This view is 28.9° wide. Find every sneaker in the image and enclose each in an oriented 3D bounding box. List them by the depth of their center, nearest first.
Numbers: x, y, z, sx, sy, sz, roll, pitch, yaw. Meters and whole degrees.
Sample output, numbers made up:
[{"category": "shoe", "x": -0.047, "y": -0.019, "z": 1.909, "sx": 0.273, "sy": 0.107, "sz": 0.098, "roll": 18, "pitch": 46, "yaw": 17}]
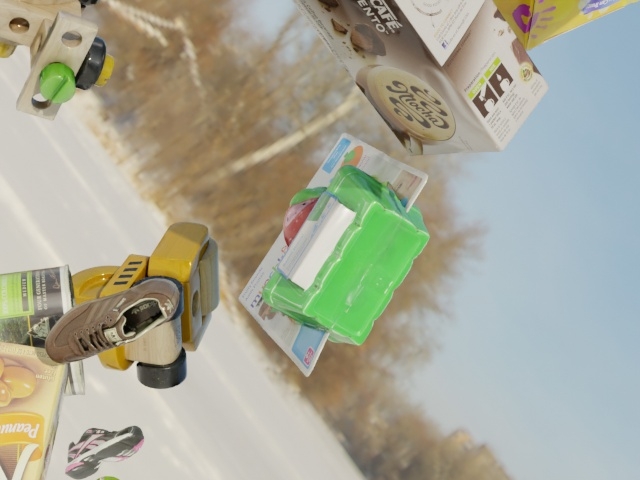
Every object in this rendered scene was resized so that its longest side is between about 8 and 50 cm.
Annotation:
[{"category": "sneaker", "x": -0.266, "y": 0.105, "z": 1.558, "sx": 0.066, "sy": 0.188, "sz": 0.071, "roll": 60, "pitch": 6, "yaw": -17}, {"category": "sneaker", "x": -0.423, "y": 0.388, "z": 2.388, "sx": 0.072, "sy": 0.178, "sz": 0.077, "roll": 42, "pitch": 27, "yaw": -52}]

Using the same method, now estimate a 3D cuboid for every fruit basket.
[{"category": "fruit basket", "x": 0.000, "y": 0.000, "z": 1.844, "sx": 0.165, "sy": 0.327, "sz": 0.353, "roll": 31, "pitch": 4, "yaw": -30}]

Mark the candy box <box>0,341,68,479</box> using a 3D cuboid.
[{"category": "candy box", "x": -0.448, "y": 0.286, "z": 1.611, "sx": 0.087, "sy": 0.183, "sz": 0.316, "roll": 104, "pitch": -6, "yaw": -59}]

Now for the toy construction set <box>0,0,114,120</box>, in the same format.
[{"category": "toy construction set", "x": -0.353, "y": -0.219, "z": 1.269, "sx": 0.257, "sy": 0.309, "sz": 0.237, "roll": 39, "pitch": 27, "yaw": -48}]

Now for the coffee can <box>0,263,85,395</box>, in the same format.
[{"category": "coffee can", "x": -0.501, "y": 0.151, "z": 1.853, "sx": 0.201, "sy": 0.275, "sz": 0.201, "roll": 173, "pitch": -90, "yaw": -80}]

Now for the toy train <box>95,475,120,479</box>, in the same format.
[{"category": "toy train", "x": -0.283, "y": 0.363, "z": 1.637, "sx": 0.143, "sy": 0.105, "sz": 0.248, "roll": -98, "pitch": -165, "yaw": -60}]

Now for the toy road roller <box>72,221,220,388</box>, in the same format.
[{"category": "toy road roller", "x": -0.341, "y": 0.110, "z": 2.338, "sx": 0.329, "sy": 0.241, "sz": 0.202, "roll": -64, "pitch": 159, "yaw": -58}]

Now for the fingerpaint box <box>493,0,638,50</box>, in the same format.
[{"category": "fingerpaint box", "x": 0.324, "y": -0.471, "z": 1.679, "sx": 0.371, "sy": 0.445, "sz": 0.163, "roll": 43, "pitch": -33, "yaw": 37}]

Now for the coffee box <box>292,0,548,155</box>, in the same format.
[{"category": "coffee box", "x": 0.105, "y": -0.244, "z": 1.430, "sx": 0.168, "sy": 0.119, "sz": 0.297, "roll": 3, "pitch": -40, "yaw": 53}]
